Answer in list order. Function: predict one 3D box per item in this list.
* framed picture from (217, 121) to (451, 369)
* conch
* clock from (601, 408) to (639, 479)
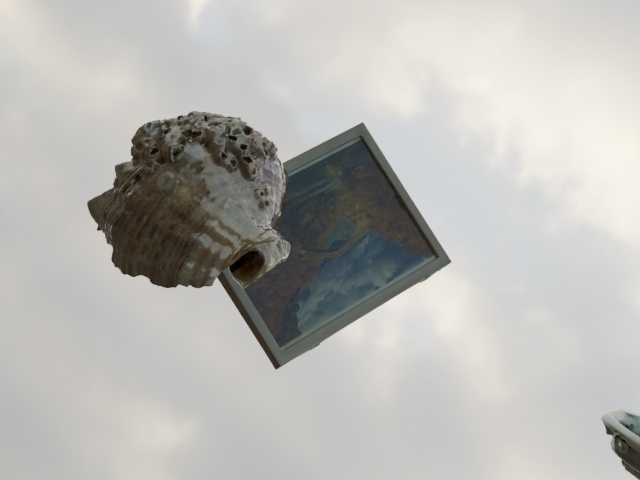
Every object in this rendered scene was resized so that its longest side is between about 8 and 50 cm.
[{"bbox_3d":[0.000,0.000,1.432,0.184,0.250,0.016,58,-32,6],"label":"framed picture"},{"bbox_3d":[-0.108,-0.026,1.247,0.163,0.178,0.245,62,-3,-37],"label":"conch"},{"bbox_3d":[0.362,0.224,1.282,0.236,0.236,0.053,26,-84,39],"label":"clock"}]
